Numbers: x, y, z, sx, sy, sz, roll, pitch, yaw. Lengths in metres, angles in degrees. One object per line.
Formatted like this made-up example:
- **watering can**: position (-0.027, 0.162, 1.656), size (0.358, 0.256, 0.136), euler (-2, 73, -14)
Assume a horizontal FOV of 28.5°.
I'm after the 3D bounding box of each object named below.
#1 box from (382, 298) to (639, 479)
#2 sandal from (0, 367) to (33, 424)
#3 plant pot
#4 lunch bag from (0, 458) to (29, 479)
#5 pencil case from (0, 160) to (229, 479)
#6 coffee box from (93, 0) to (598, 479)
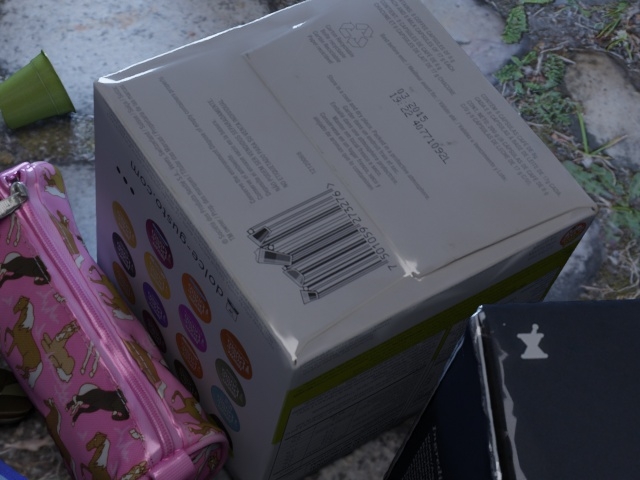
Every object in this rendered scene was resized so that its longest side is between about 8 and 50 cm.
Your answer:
- **box**: position (0.323, 0.269, 1.079), size (0.479, 0.472, 0.297), euler (-2, 60, -9)
- **sandal**: position (-0.404, 0.158, 1.275), size (0.219, 0.060, 0.090), euler (9, 39, -21)
- **plant pot**: position (-0.339, -0.169, 1.468), size (0.079, 0.083, 0.083), euler (-28, 67, -10)
- **lunch bag**: position (-0.361, 0.293, 1.142), size (0.293, 0.138, 0.221), euler (29, 55, 37)
- **pencil case**: position (-0.242, 0.105, 1.258), size (0.160, 0.167, 0.386), euler (-39, 70, 10)
- **coffee box**: position (0.000, 0.000, 1.266), size (0.338, 0.334, 0.338), euler (-26, 66, -23)
